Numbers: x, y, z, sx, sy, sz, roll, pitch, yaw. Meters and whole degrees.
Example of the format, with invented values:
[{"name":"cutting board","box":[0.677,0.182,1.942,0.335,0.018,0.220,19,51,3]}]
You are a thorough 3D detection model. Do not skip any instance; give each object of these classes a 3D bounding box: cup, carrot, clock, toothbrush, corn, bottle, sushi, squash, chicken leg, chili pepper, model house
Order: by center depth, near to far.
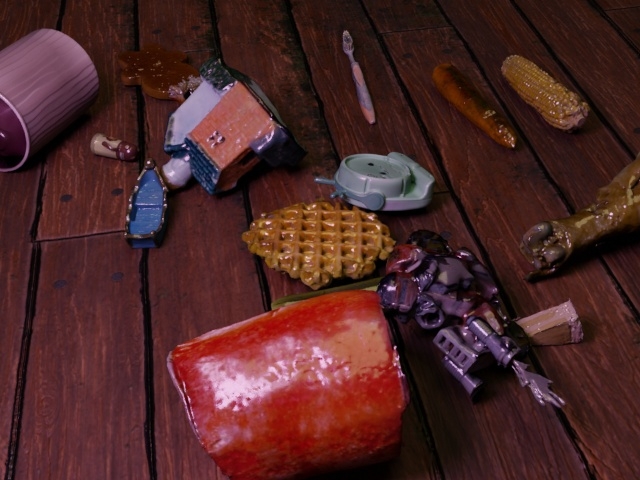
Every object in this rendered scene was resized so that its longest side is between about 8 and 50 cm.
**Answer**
[{"name":"chili pepper","box":[-0.034,0.216,1.211,0.305,0.229,0.251,-18,72,-1]},{"name":"squash","box":[0.032,0.104,1.419,0.229,0.066,0.066,-9,42,-8]},{"name":"chicken leg","box":[0.524,-0.058,1.512,0.429,0.201,0.152,-27,55,-8]},{"name":"clock","box":[0.099,-0.111,1.623,0.211,0.066,0.159,-7,29,-27]},{"name":"model house","box":[-0.211,-0.188,1.710,0.291,0.184,0.253,-40,69,3]},{"name":"bottle","box":[-0.423,-0.192,1.784,0.101,0.047,0.063,15,33,17]},{"name":"cup","box":[-0.635,-0.281,1.809,0.208,0.288,0.273,41,46,-7]},{"name":"carrot","box":[0.337,-0.287,1.867,0.066,0.066,0.314,-17,47,-18]},{"name":"sushi","box":[-0.238,-0.304,1.871,0.226,0.103,0.097,12,59,18]},{"name":"corn","box":[0.491,-0.323,1.881,0.087,0.086,0.288,-15,41,-15]},{"name":"toothbrush","box":[0.088,-0.379,1.998,0.028,0.037,0.375,-8,44,-3]}]

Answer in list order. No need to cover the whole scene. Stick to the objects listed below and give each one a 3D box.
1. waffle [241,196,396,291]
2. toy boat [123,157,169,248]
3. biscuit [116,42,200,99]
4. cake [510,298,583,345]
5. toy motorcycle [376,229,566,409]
[{"name":"waffle","box":[0.000,-0.002,1.534,0.254,0.052,0.245,-24,43,-34]},{"name":"toy boat","box":[-0.323,-0.069,1.603,0.075,0.077,0.185,1,48,2]},{"name":"biscuit","box":[-0.378,-0.394,2.021,0.180,0.039,0.236,-26,47,-29]},{"name":"cake","box":[0.359,0.146,1.388,0.121,0.065,0.052,-21,40,13]},{"name":"toy motorcycle","box":[0.220,0.129,1.320,0.207,0.134,0.401,-7,48,-40]}]
